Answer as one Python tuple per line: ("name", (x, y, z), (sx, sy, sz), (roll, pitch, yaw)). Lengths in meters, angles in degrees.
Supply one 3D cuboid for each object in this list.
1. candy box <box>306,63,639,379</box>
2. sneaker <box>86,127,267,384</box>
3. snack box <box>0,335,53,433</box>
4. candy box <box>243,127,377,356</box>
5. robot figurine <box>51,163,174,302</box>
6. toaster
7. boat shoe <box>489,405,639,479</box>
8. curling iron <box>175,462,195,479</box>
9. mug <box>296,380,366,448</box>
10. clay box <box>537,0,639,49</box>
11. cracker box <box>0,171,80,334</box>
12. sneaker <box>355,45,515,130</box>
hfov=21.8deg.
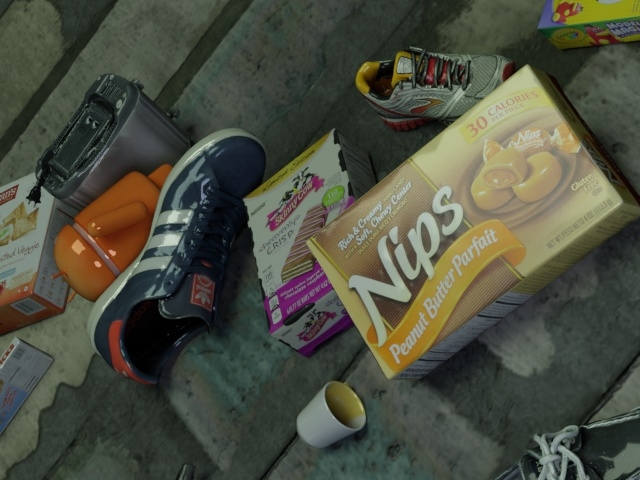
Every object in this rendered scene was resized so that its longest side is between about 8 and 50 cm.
("candy box", (0.158, -0.014, 1.747), (0.316, 0.087, 0.183), (-39, 68, 21))
("sneaker", (-0.157, 0.029, 2.087), (0.350, 0.131, 0.148), (-60, 35, 10))
("snack box", (-0.447, 0.221, 2.299), (0.178, 0.064, 0.022), (-54, 39, 1))
("candy box", (0.000, 0.000, 1.977), (0.159, 0.071, 0.233), (-37, 40, 22))
("robot figurine", (-0.260, -0.005, 2.189), (0.219, 0.128, 0.158), (-41, 22, -10))
("toaster", (-0.287, -0.108, 2.307), (0.227, 0.146, 0.129), (-56, 36, -2))
("boat shoe", (0.225, 0.226, 1.534), (0.306, 0.105, 0.113), (-33, 42, 26))
("curling iron", (-0.189, 0.390, 1.917), (0.068, 0.035, 0.274), (-3, 61, 41))
("mug", (0.011, 0.197, 1.840), (0.064, 0.078, 0.062), (-41, 71, 32))
("clay box", (0.354, -0.285, 1.824), (0.222, 0.053, 0.127), (-2, 62, 48))
("cracker box", (-0.429, 0.011, 2.436), (0.155, 0.067, 0.232), (-20, 49, 37))
("sneaker", (0.132, -0.181, 1.954), (0.225, 0.092, 0.088), (-6, 59, 44))
